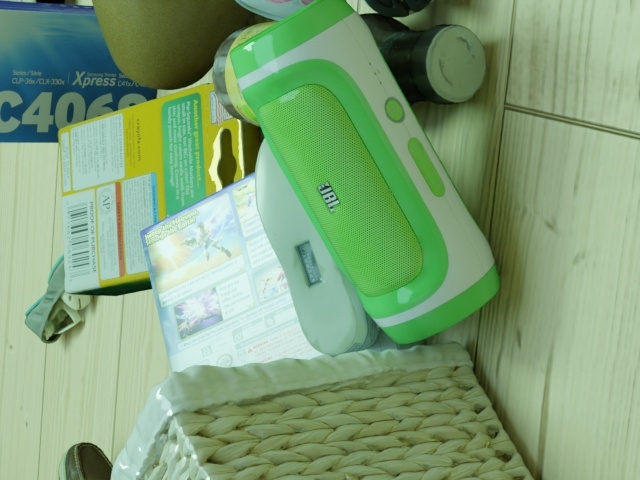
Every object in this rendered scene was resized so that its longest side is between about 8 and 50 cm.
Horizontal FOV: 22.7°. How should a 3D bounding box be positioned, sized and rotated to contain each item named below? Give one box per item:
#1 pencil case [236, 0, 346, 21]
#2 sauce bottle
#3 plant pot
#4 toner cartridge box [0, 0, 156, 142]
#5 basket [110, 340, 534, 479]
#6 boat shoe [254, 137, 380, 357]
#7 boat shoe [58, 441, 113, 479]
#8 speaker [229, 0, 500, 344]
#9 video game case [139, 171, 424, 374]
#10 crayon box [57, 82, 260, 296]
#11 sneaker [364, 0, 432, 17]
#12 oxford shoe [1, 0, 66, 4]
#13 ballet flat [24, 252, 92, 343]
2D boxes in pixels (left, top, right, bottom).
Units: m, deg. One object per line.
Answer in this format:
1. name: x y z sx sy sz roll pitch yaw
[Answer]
1. pencil case: -0.008 -0.339 1.492 0.113 0.124 0.273 1 70 33
2. sauce bottle: 0.022 -0.163 1.530 0.344 0.111 0.111 6 96 57
3. plant pot: -0.161 -0.290 1.743 0.254 0.237 0.237 108 145 -51
4. toner cartridge box: -0.366 -0.204 1.933 0.075 0.347 0.165 28 115 53
5. basket: -0.005 0.298 1.393 0.266 0.331 0.328 59 138 36
6. boat shoe: 0.001 0.000 1.490 0.079 0.081 0.228 -20 78 23
7. boat shoe: -0.251 0.353 2.029 0.095 0.095 0.257 -49 56 29
8. speaker: 0.040 -0.062 1.390 0.131 0.131 0.296 -17 105 57
9. video game case: -0.042 0.055 1.598 0.269 0.061 0.244 -25 69 29
10. crayon box: -0.168 -0.055 1.818 0.323 0.083 0.203 -11 79 44
11. sneaker: 0.084 -0.340 1.443 0.108 0.100 0.272 -96 20 -79
12. oxford shoe: -0.376 -0.440 2.194 0.130 0.123 0.348 15 104 30
13. ballet flat: -0.347 0.076 2.195 0.068 0.072 0.213 50 139 7
